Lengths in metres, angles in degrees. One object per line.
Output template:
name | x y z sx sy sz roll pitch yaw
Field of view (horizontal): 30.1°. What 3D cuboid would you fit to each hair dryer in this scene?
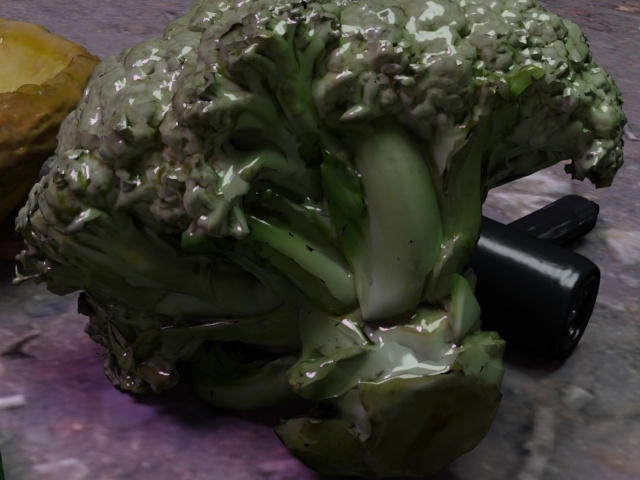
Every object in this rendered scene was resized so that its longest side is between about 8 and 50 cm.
hair dryer | 0.156 0.003 0.809 0.128 0.070 0.255 24 25 28

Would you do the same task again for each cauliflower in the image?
cauliflower | 0.000 0.000 0.595 0.272 0.275 0.250 -10 71 -33

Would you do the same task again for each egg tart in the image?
egg tart | -0.271 -0.063 0.743 0.294 0.123 0.294 4 23 -2

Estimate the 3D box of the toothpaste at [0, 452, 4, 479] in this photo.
toothpaste | -0.159 0.117 0.491 0.078 0.047 0.248 -3 30 -19
